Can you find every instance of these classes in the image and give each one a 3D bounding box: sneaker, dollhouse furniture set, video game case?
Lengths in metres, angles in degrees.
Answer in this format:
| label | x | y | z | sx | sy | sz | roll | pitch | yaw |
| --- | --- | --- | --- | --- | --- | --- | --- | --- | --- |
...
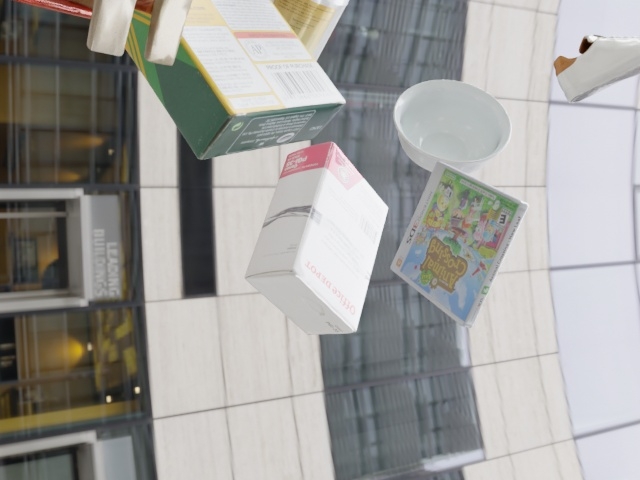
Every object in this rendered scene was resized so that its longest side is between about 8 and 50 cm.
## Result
| label | x | y | z | sx | sy | sz | roll | pitch | yaw |
| --- | --- | --- | --- | --- | --- | --- | --- | --- | --- |
| sneaker | 0.634 | -0.405 | 1.544 | 0.106 | 0.290 | 0.123 | 97 | -31 | -77 |
| dollhouse furniture set | -0.292 | -0.232 | 0.662 | 0.262 | 0.259 | 0.135 | 24 | -75 | 21 |
| video game case | 0.198 | -0.001 | 1.087 | 0.212 | 0.023 | 0.193 | 41 | -68 | 57 |

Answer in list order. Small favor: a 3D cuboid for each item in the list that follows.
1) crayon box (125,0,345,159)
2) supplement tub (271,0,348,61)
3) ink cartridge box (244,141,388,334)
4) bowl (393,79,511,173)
| label | x | y | z | sx | sy | sz | roll | pitch | yaw |
| --- | --- | --- | --- | --- | --- | --- | --- | --- | --- |
| crayon box | -0.138 | -0.257 | 0.876 | 0.083 | 0.203 | 0.323 | -44 | -106 | 38 |
| supplement tub | -0.087 | -0.402 | 1.262 | 0.316 | 0.228 | 0.228 | -58 | -137 | 26 |
| ink cartridge box | 0.000 | 0.000 | 1.309 | 0.117 | 0.207 | 0.283 | -9 | -131 | 36 |
| bowl | 0.324 | -0.264 | 1.857 | 0.134 | 0.297 | 0.298 | 97 | -26 | -52 |
